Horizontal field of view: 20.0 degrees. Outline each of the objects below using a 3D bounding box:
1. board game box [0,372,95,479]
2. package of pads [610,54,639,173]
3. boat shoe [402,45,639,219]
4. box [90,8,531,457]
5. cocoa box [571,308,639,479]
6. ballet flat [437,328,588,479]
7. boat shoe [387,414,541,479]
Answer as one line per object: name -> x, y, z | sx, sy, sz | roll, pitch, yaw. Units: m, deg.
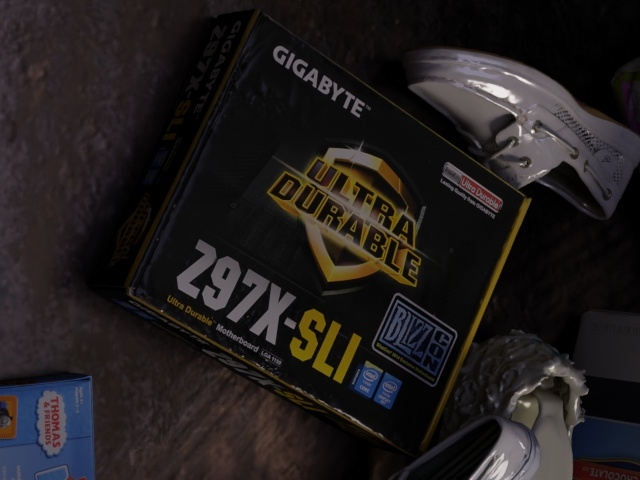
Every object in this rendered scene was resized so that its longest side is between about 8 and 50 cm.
board game box -> -0.270, 0.188, 1.361 | 0.211, 0.039, 0.160 | -3, 93, -33
package of pads -> 0.415, -0.073, 1.757 | 0.229, 0.101, 0.296 | -32, 107, -36
boat shoe -> 0.180, -0.090, 1.616 | 0.277, 0.098, 0.096 | 23, 78, -33
box -> 0.000, 0.000, 1.513 | 0.322, 0.079, 0.257 | 33, 75, -30
cocoa box -> 0.414, 0.219, 1.689 | 0.347, 0.231, 0.228 | 18, 82, -36
ballet flat -> 0.143, 0.276, 1.580 | 0.147, 0.147, 0.409 | 16, 83, -33
boat shoe -> 0.079, 0.220, 1.523 | 0.226, 0.083, 0.076 | -43, 138, 5
